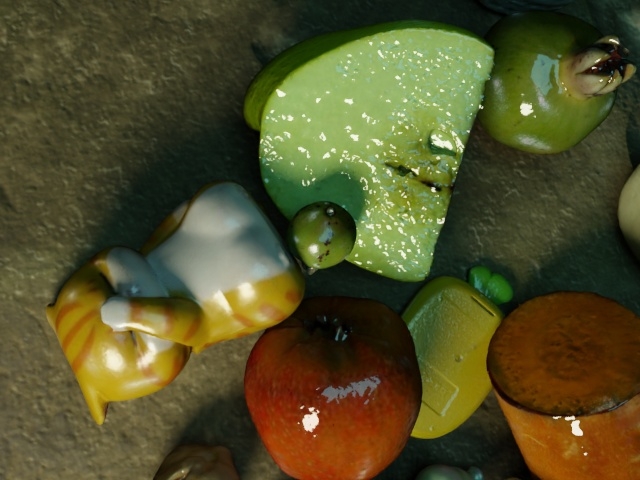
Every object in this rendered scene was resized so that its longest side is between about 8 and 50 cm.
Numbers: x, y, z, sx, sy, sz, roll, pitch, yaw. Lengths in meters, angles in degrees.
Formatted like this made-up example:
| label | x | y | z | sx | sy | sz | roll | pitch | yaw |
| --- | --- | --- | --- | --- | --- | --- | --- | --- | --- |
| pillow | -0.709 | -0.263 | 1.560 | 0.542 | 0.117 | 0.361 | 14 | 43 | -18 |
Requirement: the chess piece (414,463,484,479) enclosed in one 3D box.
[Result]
| label | x | y | z | sx | sy | sz | roll | pitch | yaw |
| --- | --- | --- | --- | --- | --- | --- | --- | --- | --- |
| chess piece | 0.075 | 0.311 | 0.858 | 0.272 | 0.139 | 0.139 | -18 | 88 | -28 |

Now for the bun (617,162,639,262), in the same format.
| label | x | y | z | sx | sy | sz | roll | pitch | yaw |
| --- | --- | --- | --- | --- | --- | --- | --- | --- | --- |
| bun | 0.510 | -0.038 | 1.003 | 0.229 | 0.145 | 0.229 | 3 | 80 | -18 |

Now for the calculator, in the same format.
| label | x | y | z | sx | sy | sz | roll | pitch | yaw |
| --- | --- | --- | --- | --- | --- | --- | --- | --- | --- |
| calculator | 0.157 | 0.129 | 0.939 | 0.146 | 0.032 | 0.235 | 39 | 73 | -8 |

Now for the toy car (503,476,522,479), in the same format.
| label | x | y | z | sx | sy | sz | roll | pitch | yaw |
| --- | --- | --- | --- | --- | --- | --- | --- | --- | --- |
| toy car | 0.249 | 0.398 | 0.861 | 0.101 | 0.124 | 0.256 | -30 | 105 | -20 |

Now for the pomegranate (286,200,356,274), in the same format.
| label | x | y | z | sx | sy | sz | roll | pitch | yaw |
| --- | --- | --- | --- | --- | --- | --- | --- | --- | --- |
| pomegranate | 0.003 | -0.003 | 0.794 | 0.073 | 0.084 | 0.073 | -1 | 72 | 4 |

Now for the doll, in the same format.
| label | x | y | z | sx | sy | sz | roll | pitch | yaw |
| --- | --- | --- | --- | --- | --- | --- | --- | --- | --- |
| doll | -0.144 | 0.052 | 0.793 | 0.270 | 0.162 | 0.166 | -26 | 63 | -13 |

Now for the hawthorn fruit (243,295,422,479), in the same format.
| label | x | y | z | sx | sy | sz | roll | pitch | yaw |
| --- | --- | --- | --- | --- | --- | --- | --- | --- | --- |
| hawthorn fruit | 0.014 | 0.179 | 0.834 | 0.197 | 0.196 | 0.225 | -10 | 116 | -16 |

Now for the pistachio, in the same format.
| label | x | y | z | sx | sy | sz | roll | pitch | yaw |
| --- | --- | --- | --- | --- | --- | --- | --- | --- | --- |
| pistachio | -0.136 | 0.287 | 0.807 | 0.113 | 0.113 | 0.149 | 20 | 93 | -12 |

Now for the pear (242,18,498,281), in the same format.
| label | x | y | z | sx | sy | sz | roll | pitch | yaw |
| --- | --- | --- | --- | --- | --- | --- | --- | --- | --- |
| pear | 0.043 | -0.116 | 0.867 | 0.292 | 0.159 | 0.292 | 0 | 107 | 0 |

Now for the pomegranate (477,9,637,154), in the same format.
| label | x | y | z | sx | sy | sz | roll | pitch | yaw |
| --- | --- | --- | --- | --- | --- | --- | --- | --- | --- |
| pomegranate | 0.266 | -0.192 | 0.923 | 0.179 | 0.210 | 0.179 | 0 | 91 | 9 |

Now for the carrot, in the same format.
| label | x | y | z | sx | sy | sz | roll | pitch | yaw |
| --- | --- | --- | --- | --- | --- | --- | --- | --- | --- |
| carrot | 0.334 | 0.239 | 0.881 | 0.193 | 0.214 | 0.331 | -26 | 105 | -4 |

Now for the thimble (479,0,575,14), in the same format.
| label | x | y | z | sx | sy | sz | roll | pitch | yaw |
| --- | --- | --- | --- | --- | --- | --- | --- | --- | --- |
| thimble | 0.263 | -0.408 | 0.964 | 0.250 | 0.172 | 0.205 | 43 | 76 | -8 |
